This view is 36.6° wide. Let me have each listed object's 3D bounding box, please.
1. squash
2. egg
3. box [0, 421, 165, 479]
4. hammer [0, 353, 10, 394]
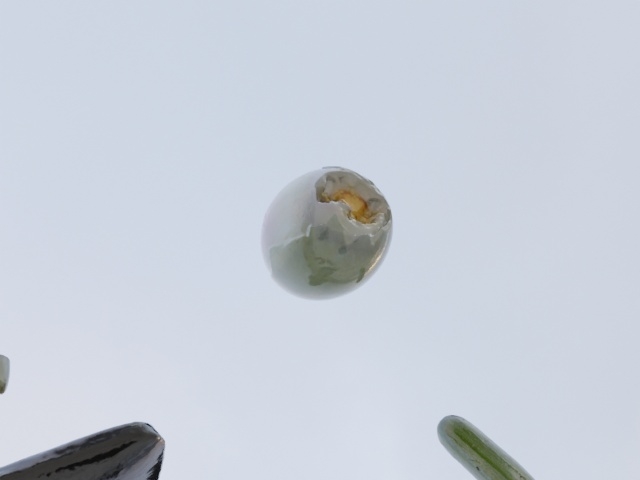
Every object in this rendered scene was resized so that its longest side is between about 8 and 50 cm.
[{"bbox_3d":[0.276,0.364,1.568,0.069,0.239,0.069,-22,-50,-29],"label":"squash"},{"bbox_3d":[0.000,0.000,1.393,0.183,0.217,0.183,19,-132,-22],"label":"egg"},{"bbox_3d":[-0.224,0.222,0.771,0.201,0.042,0.213,-17,-33,-25],"label":"box"},{"bbox_3d":[-0.452,0.197,1.133,0.195,0.060,0.028,-26,-55,0],"label":"hammer"}]
